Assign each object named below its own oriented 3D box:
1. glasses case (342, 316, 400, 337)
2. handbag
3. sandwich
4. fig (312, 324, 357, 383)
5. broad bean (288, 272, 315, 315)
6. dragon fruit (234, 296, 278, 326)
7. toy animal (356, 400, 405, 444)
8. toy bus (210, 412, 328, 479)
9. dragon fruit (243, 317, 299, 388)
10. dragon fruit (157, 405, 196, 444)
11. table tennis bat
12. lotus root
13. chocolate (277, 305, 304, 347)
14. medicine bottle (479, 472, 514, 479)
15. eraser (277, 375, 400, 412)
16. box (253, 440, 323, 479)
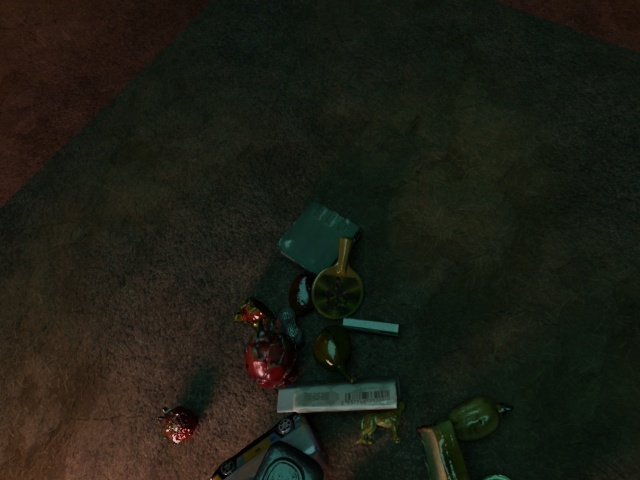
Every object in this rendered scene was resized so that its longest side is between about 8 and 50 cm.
[{"bbox_3d":[0.187,0.320,1.834,0.205,0.071,0.047,5,71,16],"label":"glasses case"},{"bbox_3d":[0.000,0.004,2.017,0.269,0.100,0.274,28,75,28],"label":"handbag"},{"bbox_3d":[0.385,0.685,1.531,0.087,0.226,0.251,-12,65,-6],"label":"sandwich"},{"bbox_3d":[0.073,0.420,1.753,0.151,0.151,0.259,-37,46,-3],"label":"fig"},{"bbox_3d":[-0.068,0.210,1.944,0.114,0.084,0.165,-8,69,31],"label":"broad bean"},{"bbox_3d":[-0.251,0.285,1.952,0.175,0.138,0.142,-29,36,24],"label":"dragon fruit"},{"bbox_3d":[0.203,0.620,1.701,0.182,0.073,0.136,-14,54,22],"label":"toy animal"},{"bbox_3d":[-0.163,0.749,1.628,0.386,0.171,0.162,-33,35,-9],"label":"toy bus"},{"bbox_3d":[-0.182,0.416,1.807,0.193,0.192,0.273,-24,94,-36],"label":"dragon fruit"},{"bbox_3d":[-0.523,0.679,1.834,0.142,0.121,0.130,-2,56,41],"label":"dragon fruit"},{"bbox_3d":[0.074,0.142,1.894,0.199,0.050,0.320,11,89,-8],"label":"table tennis bat"},{"bbox_3d":[0.507,0.567,1.607,0.221,0.118,0.125,-24,62,3],"label":"lotus root"},{"bbox_3d":[-0.112,0.328,1.893,0.072,0.072,0.166,-21,84,5],"label":"chocolate"},{"bbox_3d":[0.534,0.776,1.490,0.148,0.143,0.147,-8,61,15],"label":"medicine bottle"},{"bbox_3d":[0.068,0.524,1.704,0.397,0.213,0.082,-7,80,11],"label":"eraser"},{"bbox_3d":[-0.104,0.739,1.509,0.201,0.042,0.212,22,68,17],"label":"box"}]
